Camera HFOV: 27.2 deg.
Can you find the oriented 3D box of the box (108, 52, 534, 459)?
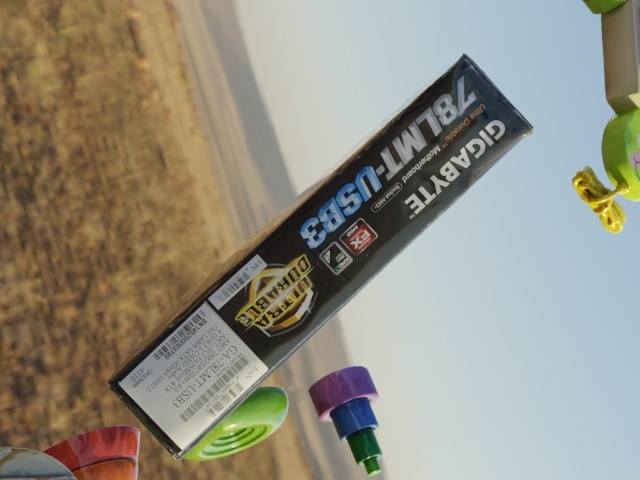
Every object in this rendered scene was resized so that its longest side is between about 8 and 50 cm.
[{"bbox_3d":[0.000,0.000,0.918,0.073,0.293,0.295,49,3,-3],"label":"box"}]

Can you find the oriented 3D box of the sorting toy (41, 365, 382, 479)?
[{"bbox_3d":[-0.094,0.225,1.265,0.126,0.366,0.127,67,-26,22],"label":"sorting toy"}]

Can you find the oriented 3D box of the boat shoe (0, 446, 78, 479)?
[{"bbox_3d":[-0.216,0.259,0.981,0.302,0.109,0.098,44,-50,54],"label":"boat shoe"}]

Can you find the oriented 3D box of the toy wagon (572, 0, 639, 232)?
[{"bbox_3d":[0.339,-0.144,1.173,0.267,0.344,0.068,49,-30,-19],"label":"toy wagon"}]
